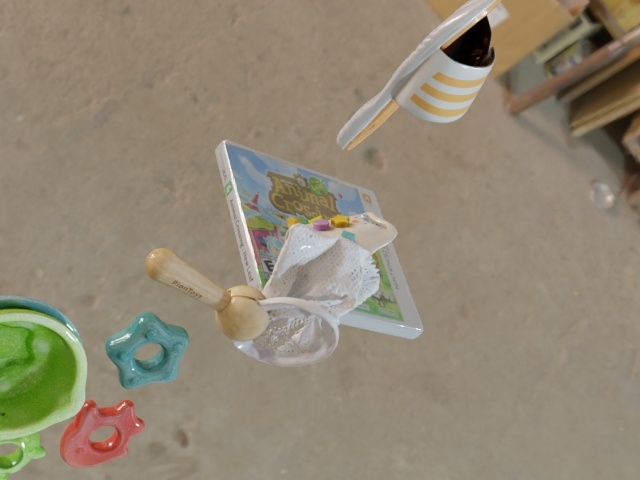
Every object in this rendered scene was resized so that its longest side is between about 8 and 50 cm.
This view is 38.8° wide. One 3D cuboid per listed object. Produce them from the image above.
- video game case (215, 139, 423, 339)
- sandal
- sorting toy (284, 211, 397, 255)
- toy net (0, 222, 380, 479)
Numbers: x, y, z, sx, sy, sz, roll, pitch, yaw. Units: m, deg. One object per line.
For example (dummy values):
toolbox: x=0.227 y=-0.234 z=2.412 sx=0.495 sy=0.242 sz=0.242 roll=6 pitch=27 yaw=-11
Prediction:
video game case: x=0.000 y=0.000 z=0.927 sx=0.212 sy=0.023 sz=0.193 roll=16 pitch=43 yaw=-38
sandal: x=0.112 y=-0.149 z=0.903 sx=0.076 sy=0.265 sz=0.102 roll=48 pitch=54 yaw=0
sorting toy: x=0.019 y=-0.003 z=0.734 sx=0.075 sy=0.083 sz=0.045 roll=-20 pitch=118 yaw=-21
toy net: x=-0.068 y=0.061 z=0.455 sx=0.232 sy=0.045 sz=0.122 roll=-11 pitch=119 yaw=-20
